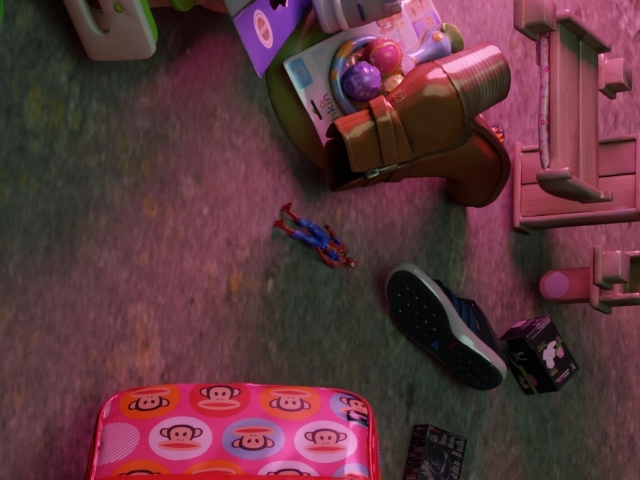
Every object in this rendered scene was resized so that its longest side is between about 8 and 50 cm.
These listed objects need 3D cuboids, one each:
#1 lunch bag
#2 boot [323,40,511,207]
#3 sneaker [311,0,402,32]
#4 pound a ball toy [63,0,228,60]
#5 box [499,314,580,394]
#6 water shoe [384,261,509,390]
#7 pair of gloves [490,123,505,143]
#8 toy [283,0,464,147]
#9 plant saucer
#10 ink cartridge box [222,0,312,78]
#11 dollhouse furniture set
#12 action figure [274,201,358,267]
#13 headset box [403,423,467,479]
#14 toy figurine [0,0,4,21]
[{"bbox_3d":[-0.087,0.256,1.505,0.293,0.258,0.120,0,122,0],"label":"lunch bag"},{"bbox_3d":[0.112,-0.096,1.799,0.220,0.283,0.109,-28,66,-15],"label":"boot"},{"bbox_3d":[0.080,-0.348,1.826,0.105,0.115,0.281,68,31,-48],"label":"sneaker"},{"bbox_3d":[-0.212,-0.340,1.633,0.208,0.136,0.319,-53,135,-40],"label":"pound a ball toy"},{"bbox_3d":[0.274,0.145,1.928,0.052,0.062,0.083,-38,102,-34],"label":"box"},{"bbox_3d":[0.152,0.096,1.866,0.203,0.073,0.080,50,32,-16],"label":"water shoe"},{"bbox_3d":[0.202,-0.148,1.966,0.074,0.010,0.083,-33,99,-33],"label":"pair of gloves"},{"bbox_3d":[0.083,-0.202,1.824,0.237,0.056,0.137,-31,99,-34],"label":"toy"},{"bbox_3d":[0.046,-0.195,1.855,0.241,0.037,0.241,7,77,-33],"label":"plant saucer"},{"bbox_3d":[-0.069,-0.387,1.669,0.330,0.071,0.324,63,24,-21],"label":"ink cartridge box"},{"bbox_3d":[0.251,-0.087,1.809,0.355,0.174,0.303,21,68,-56],"label":"dollhouse furniture set"},{"bbox_3d":[0.000,0.000,1.795,0.115,0.030,0.038,36,59,-26],"label":"action figure"},{"bbox_3d":[0.136,0.269,1.832,0.062,0.032,0.083,23,70,-28],"label":"headset box"},{"bbox_3d":[-0.348,-0.303,1.537,0.130,0.159,0.173,-31,99,-34],"label":"toy figurine"}]
